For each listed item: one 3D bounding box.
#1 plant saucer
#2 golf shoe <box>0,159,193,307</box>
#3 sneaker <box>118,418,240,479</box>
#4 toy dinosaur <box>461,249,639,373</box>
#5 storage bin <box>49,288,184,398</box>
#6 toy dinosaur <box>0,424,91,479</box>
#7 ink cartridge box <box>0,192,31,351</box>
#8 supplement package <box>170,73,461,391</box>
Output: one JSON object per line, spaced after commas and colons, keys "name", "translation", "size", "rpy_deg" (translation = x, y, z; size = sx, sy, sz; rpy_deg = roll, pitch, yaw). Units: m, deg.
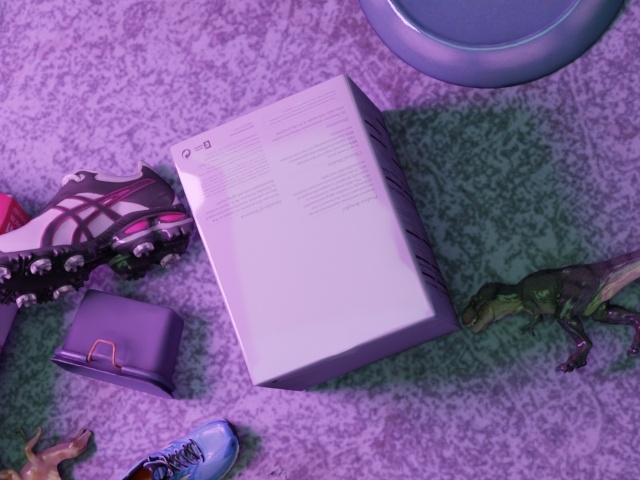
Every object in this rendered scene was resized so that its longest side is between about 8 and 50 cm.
{"name": "plant saucer", "translation": [0.184, -0.325, 1.816], "size": [0.317, 0.044, 0.317], "rpy_deg": [-1, 83, 12]}
{"name": "golf shoe", "translation": [-0.274, -0.007, 1.811], "size": [0.273, 0.105, 0.120], "rpy_deg": [-13, 65, -33]}
{"name": "sneaker", "translation": [-0.159, 0.251, 1.814], "size": [0.162, 0.073, 0.063], "rpy_deg": [-35, 77, 7]}
{"name": "toy dinosaur", "translation": [0.282, 0.070, 1.741], "size": [0.268, 0.064, 0.118], "rpy_deg": [-18, 73, 7]}
{"name": "storage bin", "translation": [-0.219, 0.110, 1.840], "size": [0.135, 0.098, 0.091], "rpy_deg": [12, 76, 14]}
{"name": "toy dinosaur", "translation": [-0.334, 0.273, 1.865], "size": [0.092, 0.053, 0.183], "rpy_deg": [36, 93, 13]}
{"name": "ink cartridge box", "translation": [-0.470, 0.085, 1.834], "size": [0.226, 0.131, 0.306], "rpy_deg": [12, 66, 13]}
{"name": "supplement package", "translation": [0.000, 0.000, 1.741], "size": [0.199, 0.198, 0.263], "rpy_deg": [-22, 79, 9]}
